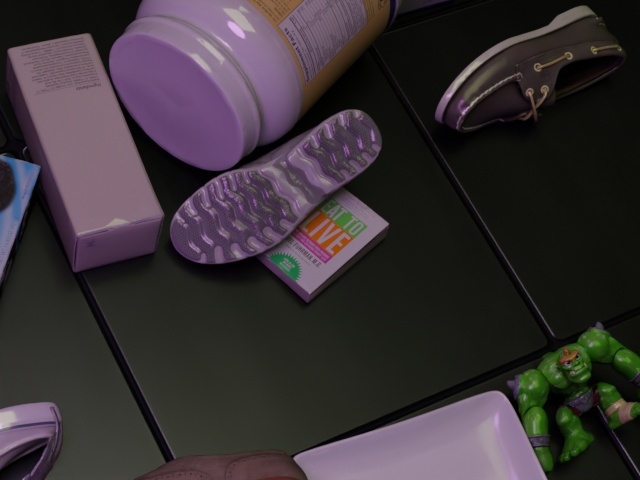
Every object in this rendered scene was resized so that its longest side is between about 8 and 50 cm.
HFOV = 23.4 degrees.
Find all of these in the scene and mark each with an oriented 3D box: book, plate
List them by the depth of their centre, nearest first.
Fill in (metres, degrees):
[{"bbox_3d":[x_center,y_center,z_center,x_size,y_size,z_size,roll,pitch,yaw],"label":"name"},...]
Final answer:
[{"bbox_3d":[0.138,0.329,1.718,0.278,0.045,0.277,-16,64,-20],"label":"plate"},{"bbox_3d":[0.000,0.000,1.890,0.096,0.035,0.144,41,61,16],"label":"book"}]

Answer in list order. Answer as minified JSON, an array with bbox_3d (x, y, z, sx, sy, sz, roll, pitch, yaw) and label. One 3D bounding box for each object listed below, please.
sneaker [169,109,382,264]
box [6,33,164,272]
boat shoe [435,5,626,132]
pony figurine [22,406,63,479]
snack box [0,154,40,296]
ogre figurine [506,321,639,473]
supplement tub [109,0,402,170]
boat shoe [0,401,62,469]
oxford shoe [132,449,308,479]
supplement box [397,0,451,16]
[{"bbox_3d":[-0.053,-0.055,1.876,0.281,0.115,0.105,-29,92,-8],"label":"sneaker"},{"bbox_3d":[-0.285,-0.108,1.846,0.113,0.094,0.275,-13,65,-20],"label":"box"},{"bbox_3d":[0.281,-0.214,2.033,0.305,0.109,0.091,-30,66,-30],"label":"boat shoe"},{"bbox_3d":[-0.354,0.322,1.412,0.351,0.303,0.363,-46,61,-2],"label":"pony figurine"},{"bbox_3d":[-0.452,0.033,1.743,0.187,0.060,0.322,15,58,-4],"label":"snack box"},{"bbox_3d":[0.304,0.181,1.821,0.197,0.097,0.118,-34,83,6],"label":"ogre figurine"},{"bbox_3d":[-0.077,-0.266,1.900,0.241,0.241,0.331,37,59,9],"label":"supplement tub"},{"bbox_3d":[-0.385,0.252,1.623,0.258,0.095,0.084,-23,72,-13],"label":"boat shoe"},{"bbox_3d":[-0.177,0.304,1.643,0.348,0.123,0.130,-8,26,-10],"label":"oxford shoe"},{"bbox_3d":[0.104,-0.433,2.118,0.111,0.114,0.220,-19,65,-22],"label":"supplement box"}]
